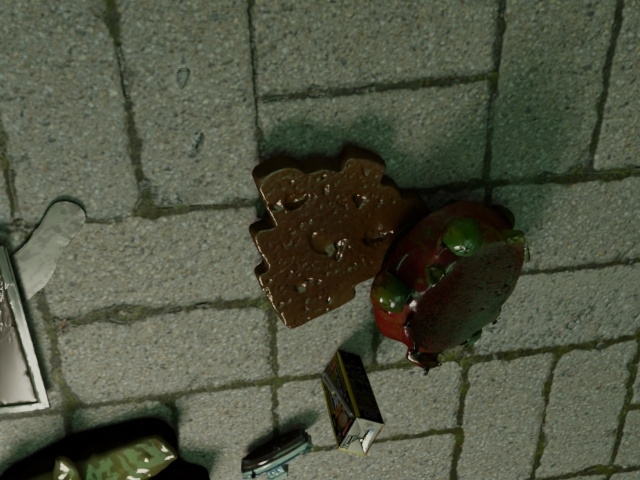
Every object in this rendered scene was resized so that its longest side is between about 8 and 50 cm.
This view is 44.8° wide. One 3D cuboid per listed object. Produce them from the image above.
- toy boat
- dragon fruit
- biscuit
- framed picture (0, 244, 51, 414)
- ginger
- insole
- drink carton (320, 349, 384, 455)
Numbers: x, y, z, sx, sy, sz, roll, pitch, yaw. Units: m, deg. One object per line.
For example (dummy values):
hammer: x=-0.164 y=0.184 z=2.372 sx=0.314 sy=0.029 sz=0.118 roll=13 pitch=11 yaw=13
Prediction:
toy boat: x=-0.073 y=0.375 z=1.324 sx=0.140 sy=0.059 sz=0.066 roll=-28 pitch=104 yaw=7
dragon fruit: x=0.186 y=0.054 z=1.133 sx=0.269 sy=0.130 sz=0.295 roll=-23 pitch=140 yaw=-18
biscuit: x=0.000 y=-0.001 z=1.132 sx=0.278 sy=0.043 sz=0.301 roll=18 pitch=114 yaw=-25
framed picture: x=-0.532 y=0.140 z=1.111 sx=0.233 sy=0.019 sz=0.296 roll=-5 pitch=120 yaw=-6
ginger: x=-0.361 y=0.506 z=1.256 sx=0.413 sy=0.211 sz=0.358 roll=-33 pitch=123 yaw=7
insole: x=-0.392 y=0.019 z=1.081 sx=0.065 sy=0.006 sz=0.193 roll=32 pitch=108 yaw=-26
drink carton: x=0.045 y=0.250 z=1.217 sx=0.056 sy=0.165 sz=0.071 roll=20 pitch=113 yaw=-21
